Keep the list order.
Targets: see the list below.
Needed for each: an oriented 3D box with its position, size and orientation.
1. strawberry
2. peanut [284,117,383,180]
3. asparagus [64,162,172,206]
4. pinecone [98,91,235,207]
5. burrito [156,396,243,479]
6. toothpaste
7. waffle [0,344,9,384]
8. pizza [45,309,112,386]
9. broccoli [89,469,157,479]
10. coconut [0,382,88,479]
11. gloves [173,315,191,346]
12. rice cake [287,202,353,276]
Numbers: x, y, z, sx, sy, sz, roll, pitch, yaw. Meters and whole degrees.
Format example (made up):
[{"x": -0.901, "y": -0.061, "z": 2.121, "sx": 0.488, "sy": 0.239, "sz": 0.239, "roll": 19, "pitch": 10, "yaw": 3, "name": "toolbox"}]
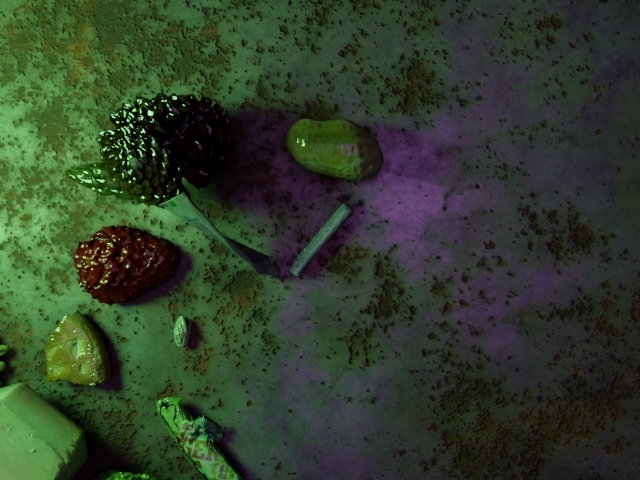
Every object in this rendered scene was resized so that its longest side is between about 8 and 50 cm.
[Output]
[{"x": -0.452, "y": 0.050, "z": 1.241, "sx": 0.237, "sy": 0.111, "sz": 0.190, "roll": -6, "pitch": 86, "yaw": 5, "name": "strawberry"}, {"x": 0.029, "y": -0.204, "z": 1.190, "sx": 0.225, "sy": 0.129, "sz": 0.129, "roll": 12, "pitch": 90, "yaw": 6, "name": "peanut"}, {"x": -0.460, "y": -0.134, "z": 1.265, "sx": 0.288, "sy": 0.080, "sz": 0.080, "roll": 11, "pitch": 90, "yaw": 7, "name": "asparagus"}, {"x": -0.312, "y": -0.201, "z": 1.167, "sx": 0.246, "sy": 0.292, "sz": 0.246, "roll": 22, "pitch": 128, "yaw": 32, "name": "pinecone"}, {"x": -0.263, "y": 0.462, "z": 1.238, "sx": 0.104, "sy": 0.054, "sz": 0.288, "roll": -41, "pitch": 85, "yaw": 3, "name": "burrito"}, {"x": -0.203, "y": -0.003, "z": 1.165, "sx": 0.301, "sy": 0.075, "sz": 0.048, "roll": 39, "pitch": 73, "yaw": -34, "name": "toothpaste"}, {"x": -0.887, "y": 0.302, "z": 1.310, "sx": 0.250, "sy": 0.056, "sz": 0.261, "roll": 31, "pitch": 90, "yaw": 6, "name": "waffle"}, {"x": -0.576, "y": 0.277, "z": 1.278, "sx": 0.161, "sy": 0.062, "sz": 0.182, "roll": -39, "pitch": 90, "yaw": -3, "name": "pizza"}, {"x": -0.394, "y": 0.616, "z": 1.198, "sx": 0.302, "sy": 0.186, "sz": 0.254, "roll": 32, "pitch": 128, "yaw": -13, "name": "broccoli"}, {"x": -0.698, "y": 0.467, "z": 1.170, "sx": 0.310, "sy": 0.297, "sz": 0.297, "roll": 39, "pitch": 93, "yaw": -2, "name": "coconut"}, {"x": -0.319, "y": 0.216, "z": 1.263, "sx": 0.044, "sy": 0.037, "sz": 0.080, "roll": -10, "pitch": 81, "yaw": -30, "name": "gloves"}, {"x": -0.001, "y": 0.000, "z": 1.232, "sx": 0.033, "sy": 0.033, "sz": 0.207, "roll": 41, "pitch": 93, "yaw": 4, "name": "rice cake"}]
